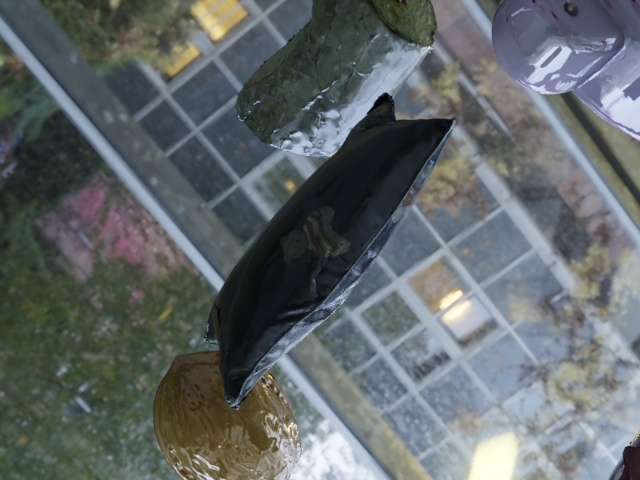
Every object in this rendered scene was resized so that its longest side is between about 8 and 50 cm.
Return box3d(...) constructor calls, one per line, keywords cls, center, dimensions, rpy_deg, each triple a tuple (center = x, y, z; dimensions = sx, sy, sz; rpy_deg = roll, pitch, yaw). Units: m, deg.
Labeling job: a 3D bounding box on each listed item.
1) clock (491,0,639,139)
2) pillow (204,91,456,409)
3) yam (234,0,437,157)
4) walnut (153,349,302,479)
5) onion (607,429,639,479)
box3d(cls="clock", center=(0.257, -0.206, 0.738), dimensions=(0.113, 0.295, 0.322), rpy_deg=(132, -22, -58))
box3d(cls="pillow", center=(0.001, 0.000, 0.462), dimensions=(0.150, 0.048, 0.090), rpy_deg=(-51, 180, 1))
box3d(cls="yam", center=(0.022, -0.199, 1.165), dimensions=(0.254, 0.154, 0.154), rpy_deg=(-42, -171, 38))
box3d(cls="walnut", center=(-0.095, 0.189, 1.056), dimensions=(0.144, 0.180, 0.144), rpy_deg=(-26, -164, 8))
box3d(cls="onion", center=(0.360, 0.251, 0.786), dimensions=(0.358, 0.345, 0.358), rpy_deg=(-35, 163, -13))
